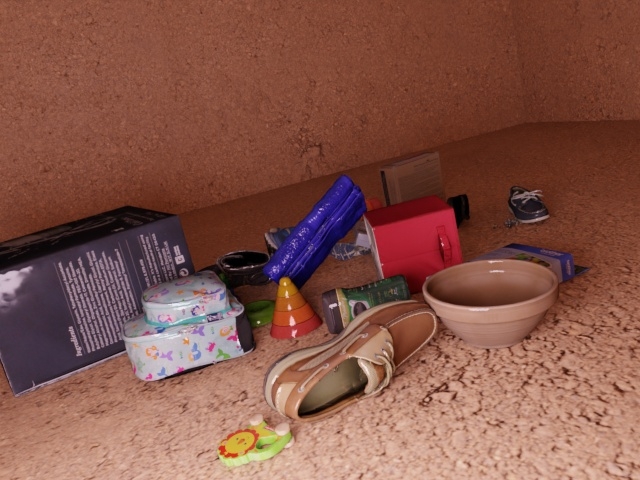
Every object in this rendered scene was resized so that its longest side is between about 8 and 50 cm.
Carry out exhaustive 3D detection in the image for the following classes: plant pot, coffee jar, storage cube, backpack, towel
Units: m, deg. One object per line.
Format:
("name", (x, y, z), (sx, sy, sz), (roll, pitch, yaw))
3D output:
("plant pot", (0.310, 0.123, 1.133), (0.237, 0.110, 0.237), (-9, 15, 3))
("coffee jar", (0.097, 0.136, 1.311), (0.184, 0.096, 0.079), (-12, 11, 0))
("storage cube", (0.223, 0.012, 1.517), (0.193, 0.184, 0.215), (-14, 14, -1))
("backpack", (-0.287, 0.181, 1.309), (0.253, 0.191, 0.225), (-21, 16, -15))
("towel", (0.000, 0.000, 1.548), (0.308, 0.076, 0.228), (-50, -20, -4))

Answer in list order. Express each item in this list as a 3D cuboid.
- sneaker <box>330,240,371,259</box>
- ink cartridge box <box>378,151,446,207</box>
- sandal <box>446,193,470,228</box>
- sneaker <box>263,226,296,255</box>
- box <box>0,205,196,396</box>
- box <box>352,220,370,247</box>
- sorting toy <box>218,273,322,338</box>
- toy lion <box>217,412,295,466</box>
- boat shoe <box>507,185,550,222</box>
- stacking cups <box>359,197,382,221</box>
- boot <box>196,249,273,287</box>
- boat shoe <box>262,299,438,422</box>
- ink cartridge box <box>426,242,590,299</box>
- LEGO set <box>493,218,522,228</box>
("sneaker", (0.090, 0.027, 1.868), (0.135, 0.052, 0.058), (-4, 8, -6))
("ink cartridge box", (0.334, -0.200, 2.248), (0.234, 0.193, 0.088), (-21, 16, -32))
("sandal", (0.442, -0.100, 1.951), (0.054, 0.097, 0.254), (-6, 15, 25))
("sneaker", (-0.087, 0.011, 1.908), (0.147, 0.130, 0.330), (-14, 13, 3))
("box", (-0.619, 0.118, 1.616), (0.471, 0.298, 0.479), (-22, 17, -28))
("box", (0.171, -0.010, 1.835), (0.145, 0.038, 0.186), (14, 15, -4))
("sorting toy", (-0.146, 0.133, 1.477), (0.127, 0.126, 0.365), (-23, 18, -37))
("toy lion", (-0.103, 0.308, 0.944), (0.100, 0.034, 0.096), (2, 27, 44))
("boat shoe", (0.623, -0.113, 1.880), (0.095, 0.079, 0.254), (-10, 14, 9))
("stacking cups", (0.103, -0.089, 2.229), (0.316, 0.096, 0.096), (-21, 16, -37))
("boot", (-0.244, 0.076, 1.674), (0.262, 0.091, 0.229), (-10, -14, 1))
("boat shoe", (0.068, 0.209, 1.032), (0.323, 0.123, 0.120), (-26, 23, -20))
("ink cartridge box", (0.412, 0.072, 1.371), (0.311, 0.065, 0.185), (-16, 14, -23))
("LEGO set", (0.546, -0.053, 1.824), (0.083, 0.024, 0.054), (-11, 14, 4))
